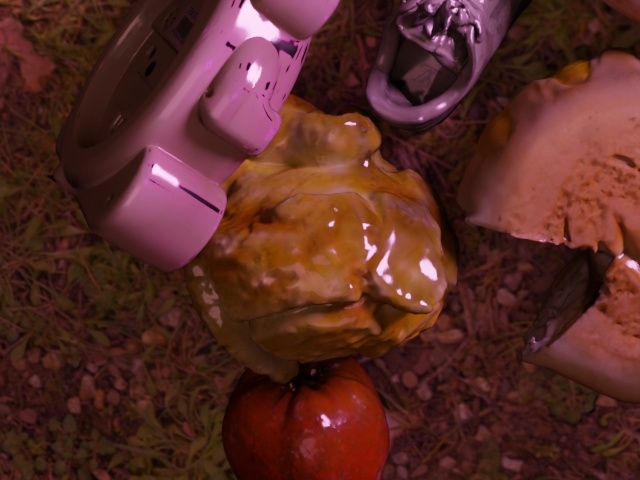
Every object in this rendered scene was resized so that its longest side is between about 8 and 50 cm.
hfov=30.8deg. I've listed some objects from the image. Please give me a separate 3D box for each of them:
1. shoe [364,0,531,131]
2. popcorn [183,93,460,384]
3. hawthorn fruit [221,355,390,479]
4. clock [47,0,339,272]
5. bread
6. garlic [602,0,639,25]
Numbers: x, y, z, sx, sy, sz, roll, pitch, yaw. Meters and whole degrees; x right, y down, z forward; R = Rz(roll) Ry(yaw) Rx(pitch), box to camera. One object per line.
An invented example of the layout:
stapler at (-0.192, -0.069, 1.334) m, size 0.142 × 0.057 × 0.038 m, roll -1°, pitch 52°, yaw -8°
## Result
shoe at (0.133, -0.221, 1.051) m, size 0.109 × 0.149 × 0.293 m, roll 29°, pitch 110°, yaw 5°
popcorn at (0.003, -0.006, 1.103) m, size 0.225 × 0.276 × 0.276 m, roll -32°, pitch 96°, yaw 36°
hawthorn fruit at (-0.010, 0.202, 1.187) m, size 0.189 × 0.189 × 0.189 m, roll 3°, pitch 105°, yaw 11°
clock at (-0.116, -0.150, 1.062) m, size 0.114 × 0.284 × 0.309 m, roll 33°, pitch 98°, yaw -28°
bread at (0.298, -0.015, 1.063) m, size 0.333 × 0.160 × 0.333 m, roll 3°, pitch 107°, yaw 10°
garlic at (0.351, -0.299, 0.947) m, size 0.286 × 0.249 × 0.313 m, roll -31°, pitch 93°, yaw -4°
